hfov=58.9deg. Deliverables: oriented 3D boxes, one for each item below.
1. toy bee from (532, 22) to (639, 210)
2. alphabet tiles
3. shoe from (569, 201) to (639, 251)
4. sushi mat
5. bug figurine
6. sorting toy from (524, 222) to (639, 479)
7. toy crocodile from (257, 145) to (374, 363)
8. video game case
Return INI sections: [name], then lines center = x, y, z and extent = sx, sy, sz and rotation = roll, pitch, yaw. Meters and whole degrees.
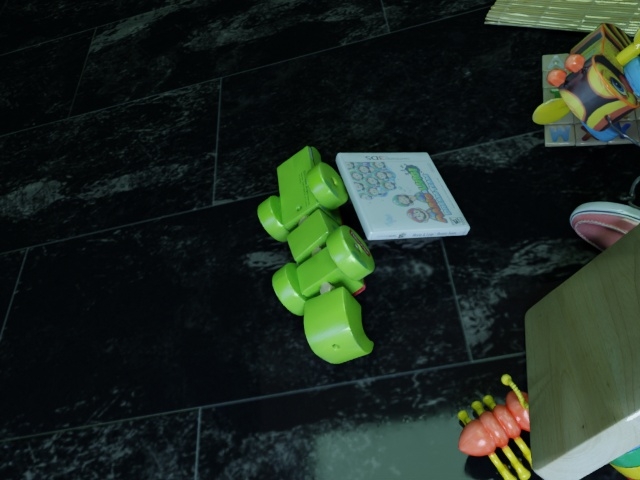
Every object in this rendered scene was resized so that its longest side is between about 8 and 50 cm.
[toy bee]
center = 0.361, -0.201, 0.708
extent = 0.195, 0.162, 0.298
rotation = -50, 20, 25
[alphabet tiles]
center = 0.448, -0.213, 0.817
extent = 0.238, 0.009, 0.198
rotation = 0, 55, 19
[shoe]
center = 0.359, 0.021, 0.635
extent = 0.178, 0.063, 0.081
rotation = 27, 61, 27
[sushi mat]
center = 0.450, -0.396, 0.946
extent = 0.317, 0.019, 0.151
rotation = 17, 60, 27
[bug figurine]
center = 0.180, 0.267, 0.493
extent = 0.216, 0.072, 0.279
rotation = -36, 50, -2
[sorting toy]
center = 0.306, 0.077, 0.485
extent = 0.089, 0.255, 0.257
rotation = 41, 28, -2
[toy crocodile]
center = 0.000, 0.000, 0.746
extent = 0.115, 0.105, 0.340
rotation = -36, 43, 19
[video game case]
center = 0.108, -0.065, 0.771
extent = 0.143, 0.019, 0.157
rotation = -3, 48, -18
